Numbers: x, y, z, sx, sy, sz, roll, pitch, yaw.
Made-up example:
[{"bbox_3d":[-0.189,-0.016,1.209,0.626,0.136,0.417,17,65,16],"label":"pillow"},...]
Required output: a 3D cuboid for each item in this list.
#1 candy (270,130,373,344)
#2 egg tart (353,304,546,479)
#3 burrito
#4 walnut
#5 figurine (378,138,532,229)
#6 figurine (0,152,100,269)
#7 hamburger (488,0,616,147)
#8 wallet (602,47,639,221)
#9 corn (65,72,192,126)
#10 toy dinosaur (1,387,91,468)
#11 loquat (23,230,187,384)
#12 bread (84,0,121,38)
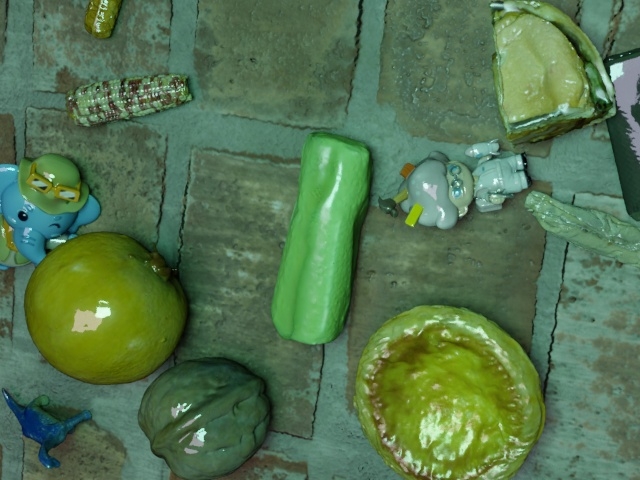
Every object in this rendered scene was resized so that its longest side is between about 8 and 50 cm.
[{"bbox_3d":[0.000,0.000,1.171,0.132,0.142,0.344,16,104,27],"label":"candy"},{"bbox_3d":[0.205,0.248,1.158,0.318,0.128,0.319,3,100,19],"label":"egg tart"},{"bbox_3d":[0.414,-0.015,1.084,0.229,0.063,0.058,19,69,6],"label":"burrito"},{"bbox_3d":[-0.197,0.303,1.244,0.224,0.224,0.224,3,101,17],"label":"walnut"},{"bbox_3d":[0.205,-0.082,1.111,0.228,0.112,0.137,-13,68,13],"label":"figurine"},{"bbox_3d":[-0.517,-0.042,1.337,0.180,0.154,0.262,25,124,3],"label":"figurine"},{"bbox_3d":[0.321,-0.248,1.038,0.155,0.135,0.208,-17,76,18],"label":"hamburger"},{"bbox_3d":[0.499,-0.159,1.035,0.168,0.052,0.245,-12,100,20],"label":"wallet"},{"bbox_3d":[-0.336,-0.248,1.269,0.237,0.079,0.080,-6,98,13],"label":"corn"},{"bbox_3d":[-0.557,0.358,1.385,0.247,0.188,0.075,20,98,15],"label":"toy dinosaur"},{"bbox_3d":[-0.359,0.112,1.240,0.274,0.275,0.275,3,101,17],"label":"loquat"},{"bbox_3d":[-0.370,-0.429,1.259,0.052,0.044,0.157,26,106,15],"label":"bread"}]
